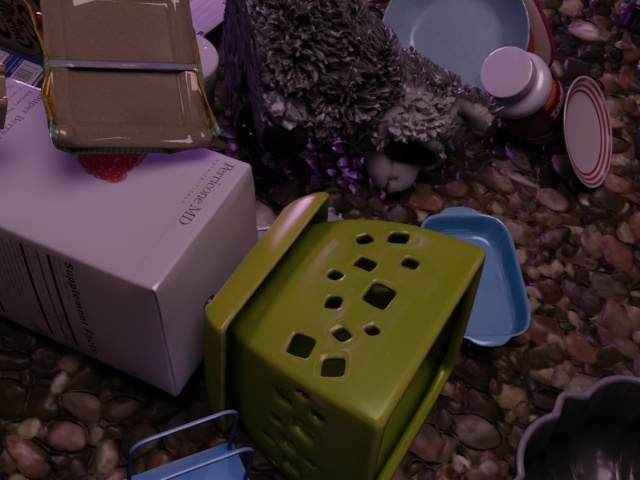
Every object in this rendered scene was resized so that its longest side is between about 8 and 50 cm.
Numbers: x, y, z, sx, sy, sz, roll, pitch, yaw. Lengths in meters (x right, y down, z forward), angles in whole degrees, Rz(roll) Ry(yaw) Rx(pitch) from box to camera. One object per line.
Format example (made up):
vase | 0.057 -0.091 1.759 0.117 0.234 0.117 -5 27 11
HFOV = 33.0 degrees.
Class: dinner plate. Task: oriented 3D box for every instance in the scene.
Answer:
dinner plate | 0.333 -0.136 1.358 0.017 0.141 0.141 -4 42 39

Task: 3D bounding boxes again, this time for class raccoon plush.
raccoon plush | 0.053 -0.262 1.224 0.299 0.447 0.216 -8 31 -15

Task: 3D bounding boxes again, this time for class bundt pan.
bundt pan | 0.317 0.301 1.035 0.330 0.124 0.331 6 55 -8

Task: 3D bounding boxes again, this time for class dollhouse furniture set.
dollhouse furniture set | -0.271 -0.146 1.041 0.301 0.151 0.198 -1 66 -23

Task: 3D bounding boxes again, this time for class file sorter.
file sorter | -0.099 0.261 0.992 0.118 0.104 0.170 -17 61 -21

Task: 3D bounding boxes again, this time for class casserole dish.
casserole dish | 0.172 0.046 1.239 0.114 0.037 0.189 0 56 -12

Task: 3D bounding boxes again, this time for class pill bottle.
pill bottle | -0.163 -0.168 1.259 0.078 0.137 0.078 6 53 -8
pill bottle | 0.253 -0.180 1.335 0.086 0.152 0.086 -8 73 26

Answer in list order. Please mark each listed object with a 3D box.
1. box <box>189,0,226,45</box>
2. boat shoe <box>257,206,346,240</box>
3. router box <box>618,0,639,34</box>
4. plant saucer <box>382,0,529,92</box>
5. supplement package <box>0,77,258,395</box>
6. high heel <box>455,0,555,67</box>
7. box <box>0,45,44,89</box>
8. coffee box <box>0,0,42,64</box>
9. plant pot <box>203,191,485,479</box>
box | -0.150 -0.325 1.433 0.114 0.036 0.207 36 56 14
boat shoe | -0.001 0.001 1.209 0.227 0.079 0.081 -9 62 -13
router box | 0.531 -0.353 1.584 0.133 0.046 0.179 28 55 9
plant saucer | 0.177 -0.268 1.419 0.194 0.037 0.195 -1 86 13
supplement package | -0.228 -0.009 1.078 0.292 0.175 0.178 20 53 18
high heel | 0.213 -0.387 1.519 0.377 0.127 0.181 52 30 7
box | -0.449 -0.195 1.282 0.225 0.036 0.136 24 54 4
coffee box | -0.344 -0.304 1.299 0.297 0.168 0.119 22 54 5
plant pot | 0.011 0.104 1.057 0.207 0.228 0.227 27 55 15
